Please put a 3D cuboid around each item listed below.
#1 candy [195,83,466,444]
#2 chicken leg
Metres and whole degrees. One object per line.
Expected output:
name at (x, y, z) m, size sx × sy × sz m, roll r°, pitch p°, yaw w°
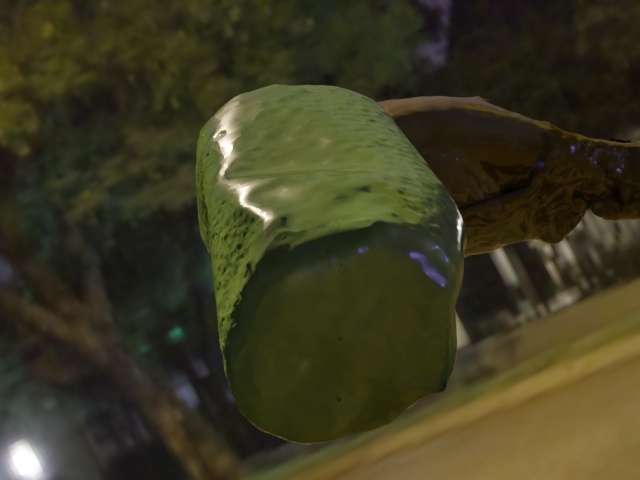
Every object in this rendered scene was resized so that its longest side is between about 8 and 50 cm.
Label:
candy at (0.000, 0.000, 1.027) m, size 0.142 × 0.132 × 0.343 m, roll 6°, pitch 17°, yaw -8°
chicken leg at (0.186, -0.045, 1.470) m, size 0.429 × 0.152 × 0.201 m, roll 0°, pitch 6°, yaw 5°
